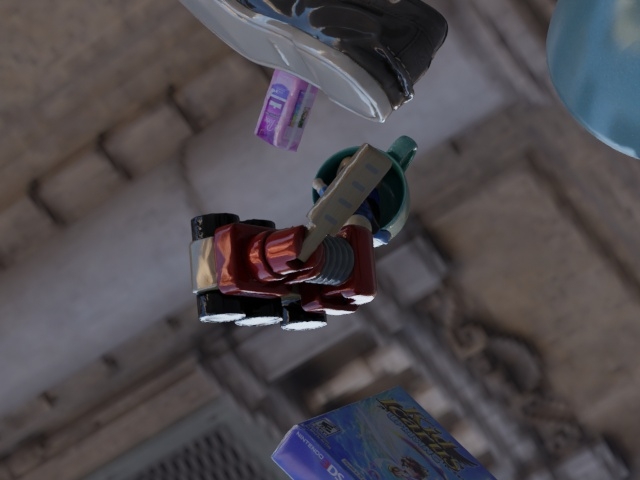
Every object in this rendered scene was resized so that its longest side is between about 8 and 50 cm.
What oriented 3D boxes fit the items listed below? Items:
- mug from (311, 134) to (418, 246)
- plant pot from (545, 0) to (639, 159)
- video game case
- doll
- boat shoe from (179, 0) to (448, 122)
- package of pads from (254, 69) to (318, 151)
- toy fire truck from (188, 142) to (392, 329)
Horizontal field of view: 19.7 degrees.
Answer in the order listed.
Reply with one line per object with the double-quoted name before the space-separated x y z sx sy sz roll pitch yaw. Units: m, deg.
"mug" 0.071 -0.058 2.510 0.097 0.157 0.129 63 -169 -74
"plant pot" 0.389 -0.250 1.918 0.195 0.290 0.290 91 165 -57
"video game case" 0.111 0.287 2.037 0.269 0.061 0.244 43 -157 18
"doll" 0.044 -0.046 2.415 0.129 0.046 0.189 35 -158 -15
"boat shoe" -0.025 -0.202 1.555 0.335 0.095 0.112 35 165 40
"package of pads" -0.034 -0.136 1.875 0.032 0.083 0.050 13 -170 -38
"toy fire truck" 0.000 0.000 2.083 0.217 0.246 0.159 10 -108 -49
